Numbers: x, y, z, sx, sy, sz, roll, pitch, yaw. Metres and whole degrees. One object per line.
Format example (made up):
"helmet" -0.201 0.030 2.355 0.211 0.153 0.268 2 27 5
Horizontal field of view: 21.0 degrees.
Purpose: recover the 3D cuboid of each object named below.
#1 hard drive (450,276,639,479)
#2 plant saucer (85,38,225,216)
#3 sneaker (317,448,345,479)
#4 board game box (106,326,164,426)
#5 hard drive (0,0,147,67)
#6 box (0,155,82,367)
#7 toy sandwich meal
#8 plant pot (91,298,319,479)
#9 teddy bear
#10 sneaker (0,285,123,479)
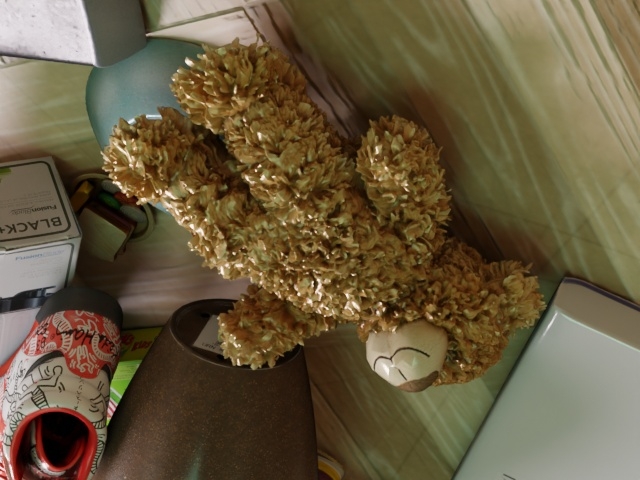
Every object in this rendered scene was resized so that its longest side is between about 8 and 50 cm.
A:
"hard drive" 0.235 0.173 1.374 0.210 0.040 0.319 25 142 4
"plant saucer" -0.099 -0.067 1.313 0.195 0.037 0.195 17 141 15
"sneaker" -0.050 0.256 1.602 0.069 0.084 0.185 35 141 -8
"board game box" -0.149 0.125 1.549 0.181 0.043 0.092 -8 130 37
"hard drive" -0.226 -0.229 1.193 0.172 0.054 0.255 9 138 23
"box" -0.307 0.059 1.467 0.169 0.087 0.290 -10 148 -21
"toy sandwich meal" -0.176 -0.020 1.415 0.085 0.029 0.086 17 140 14
"plant pot" -0.088 0.173 1.402 0.215 0.215 0.230 19 118 12
"teddy bear" 0.000 0.000 1.237 0.245 0.113 0.338 -26 115 18
"sneaker" -0.244 0.171 1.435 0.090 0.145 0.270 21 130 -17
